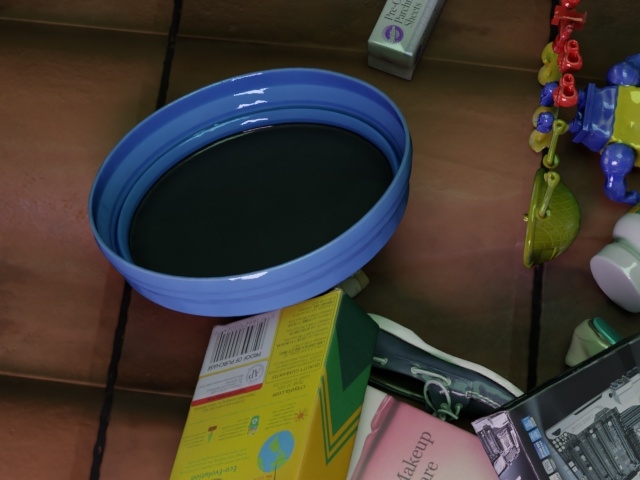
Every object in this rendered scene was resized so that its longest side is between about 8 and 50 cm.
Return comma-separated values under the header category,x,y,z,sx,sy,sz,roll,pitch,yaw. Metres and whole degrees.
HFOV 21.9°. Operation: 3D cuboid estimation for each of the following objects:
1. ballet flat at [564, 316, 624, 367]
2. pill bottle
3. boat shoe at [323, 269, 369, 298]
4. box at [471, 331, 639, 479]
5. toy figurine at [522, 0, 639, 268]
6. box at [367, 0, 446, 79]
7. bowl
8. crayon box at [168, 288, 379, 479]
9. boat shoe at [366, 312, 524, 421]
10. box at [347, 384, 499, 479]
category,x,y,z,sx,sy,sz,roll,pitch,yaw
ballet flat,0.388,0.193,1.942,0.248,0.086,0.086,41,71,19
pill bottle,0.430,-0.009,2.008,0.208,0.117,0.117,-39,71,-16
boat shoe,0.000,0.000,2.032,0.059,0.063,0.170,-29,78,-16
box,0.334,0.282,1.804,0.242,0.076,0.307,-23,86,-32
toy figurine,0.379,-0.133,2.035,0.217,0.191,0.362,11,66,-1
box,0.150,-0.365,2.201,0.067,0.063,0.324,21,66,10
bowl,-0.079,-0.060,1.964,0.391,0.077,0.391,-10,40,8
crayon box,-0.061,0.221,1.821,0.202,0.081,0.318,-17,42,35
boat shoe,0.136,0.171,1.931,0.255,0.095,0.079,28,66,13
box,0.113,0.285,1.859,0.232,0.127,0.148,24,67,10
